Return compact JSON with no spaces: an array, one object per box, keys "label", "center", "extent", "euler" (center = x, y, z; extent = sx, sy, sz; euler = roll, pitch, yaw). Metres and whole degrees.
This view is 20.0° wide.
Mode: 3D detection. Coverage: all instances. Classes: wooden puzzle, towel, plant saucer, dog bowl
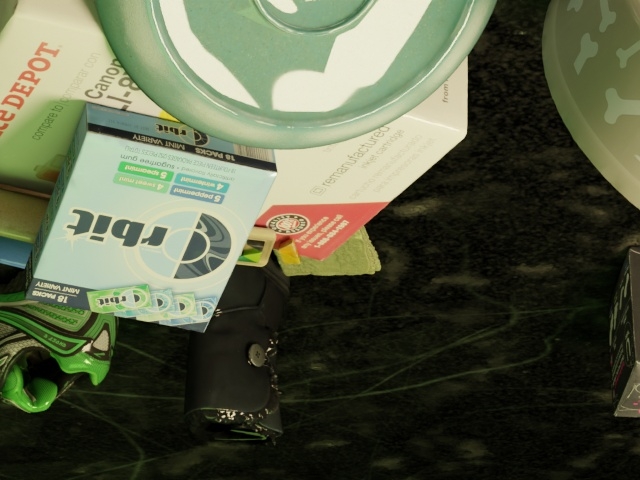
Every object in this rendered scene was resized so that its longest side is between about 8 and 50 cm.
[{"label":"wooden puzzle","center":[-0.318,-0.019,1.662],"extent":[0.322,0.080,0.348],"euler":[14,-179,-14]},{"label":"towel","center":[0.000,0.000,1.926],"extent":[0.110,0.027,0.148],"euler":[-3,154,12]},{"label":"plant saucer","center":[-0.006,-0.201,1.319],"extent":[0.318,0.043,0.317],"euler":[-7,120,-13]},{"label":"dog bowl","center":[0.341,-0.134,1.321],"extent":[0.349,0.348,0.102],"euler":[9,141,-13]},{"label":"wooden puzzle","center":[-0.075,0.006,1.616],"extent":[0.116,0.014,0.078],"euler":[4,157,0]}]

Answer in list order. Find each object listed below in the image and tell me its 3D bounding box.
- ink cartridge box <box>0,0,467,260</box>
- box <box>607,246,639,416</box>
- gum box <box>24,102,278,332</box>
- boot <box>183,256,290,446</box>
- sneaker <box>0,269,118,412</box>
[{"label":"ink cartridge box","center":[-0.109,-0.140,1.514],"extent":[0.385,0.160,0.279],"euler":[14,152,-22]},{"label":"box","center":[0.447,0.107,1.974],"extent":[0.247,0.142,0.163],"euler":[2,153,1]},{"label":"gum box","center":[-0.140,-0.015,1.467],"extent":[0.157,0.041,0.184],"euler":[11,129,-19]},{"label":"boot","center":[-0.117,0.093,1.919],"extent":[0.094,0.207,0.246],"euler":[-15,148,30]},{"label":"sneaker","center":[-0.370,0.128,2.075],"extent":[0.344,0.146,0.134],"euler":[-20,146,37]}]
